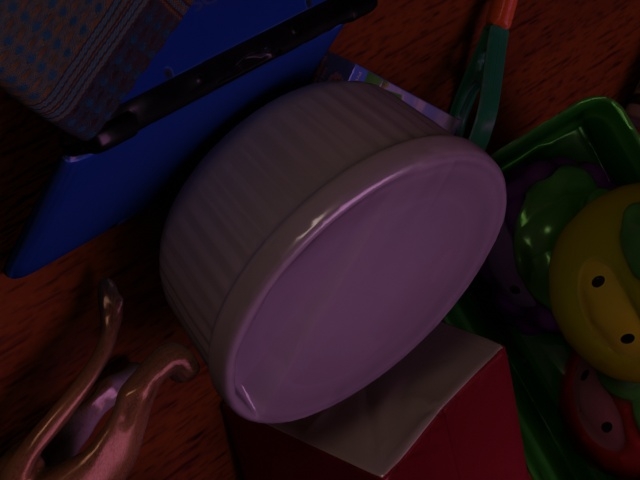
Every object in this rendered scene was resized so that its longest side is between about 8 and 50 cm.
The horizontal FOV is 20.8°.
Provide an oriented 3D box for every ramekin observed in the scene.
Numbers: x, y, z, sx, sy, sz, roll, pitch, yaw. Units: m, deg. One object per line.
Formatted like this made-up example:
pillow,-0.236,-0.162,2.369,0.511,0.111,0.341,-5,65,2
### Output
ramekin,0.000,0.000,1.312,0.273,0.127,0.273,-33,152,-21

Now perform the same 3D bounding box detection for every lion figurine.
lion figurine,-0.179,0.237,1.330,0.240,0.142,0.392,-38,127,-26

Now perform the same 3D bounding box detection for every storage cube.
storage cube,0.052,0.187,1.556,0.184,0.215,0.193,-43,138,-31

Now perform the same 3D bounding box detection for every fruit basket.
fruit basket,0.260,0.064,1.561,0.283,0.392,0.392,-31,152,11

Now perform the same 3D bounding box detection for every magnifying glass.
magnifying glass,0.154,-0.171,1.588,0.092,0.026,0.231,-154,-100,-77

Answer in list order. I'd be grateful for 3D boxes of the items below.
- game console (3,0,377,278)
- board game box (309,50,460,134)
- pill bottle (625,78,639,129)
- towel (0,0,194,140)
game console,-0.118,-0.146,1.210,0.293,0.173,0.250,-33,107,-43
board game box,0.034,-0.060,1.503,0.211,0.039,0.160,18,97,-61
pill bottle,0.436,-0.207,1.944,0.208,0.119,0.119,-63,150,-1
towel,-0.117,-0.207,0.884,0.271,0.040,0.370,-53,162,-1
